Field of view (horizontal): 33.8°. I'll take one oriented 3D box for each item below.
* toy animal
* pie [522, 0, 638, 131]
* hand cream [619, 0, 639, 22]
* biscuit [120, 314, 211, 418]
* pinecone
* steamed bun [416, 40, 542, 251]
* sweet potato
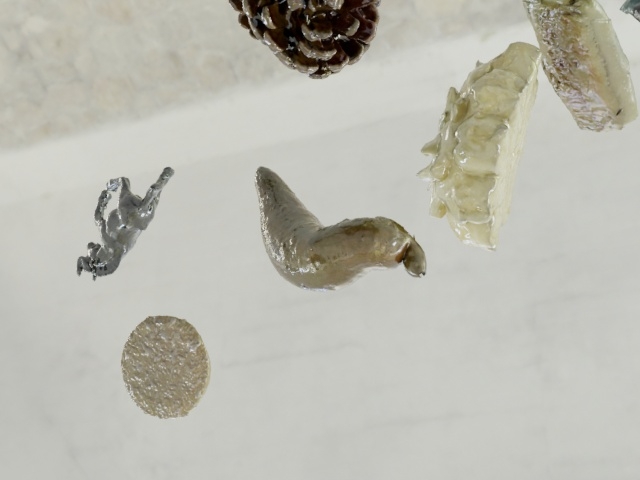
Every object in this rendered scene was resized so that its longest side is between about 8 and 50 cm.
[{"bbox_3d":[-0.313,-0.031,1.717,0.233,0.084,0.148,-44,-142,29],"label":"toy animal"},{"bbox_3d":[0.398,-0.274,1.597,0.129,0.282,0.068,6,-121,38],"label":"pie"},{"bbox_3d":[0.480,-0.256,1.351,0.075,0.052,0.248,-39,-129,12],"label":"hand cream"},{"bbox_3d":[-0.173,0.141,1.171,0.120,0.120,0.015,-6,178,26],"label":"biscuit"},{"bbox_3d":[-0.014,-0.268,1.170,0.150,0.179,0.195,-45,-159,11],"label":"pinecone"},{"bbox_3d":[0.225,-0.143,1.514,0.137,0.295,0.292,13,-163,17],"label":"steamed bun"},{"bbox_3d":[0.000,0.003,1.332,0.310,0.098,0.124,24,-103,44],"label":"sweet potato"}]
